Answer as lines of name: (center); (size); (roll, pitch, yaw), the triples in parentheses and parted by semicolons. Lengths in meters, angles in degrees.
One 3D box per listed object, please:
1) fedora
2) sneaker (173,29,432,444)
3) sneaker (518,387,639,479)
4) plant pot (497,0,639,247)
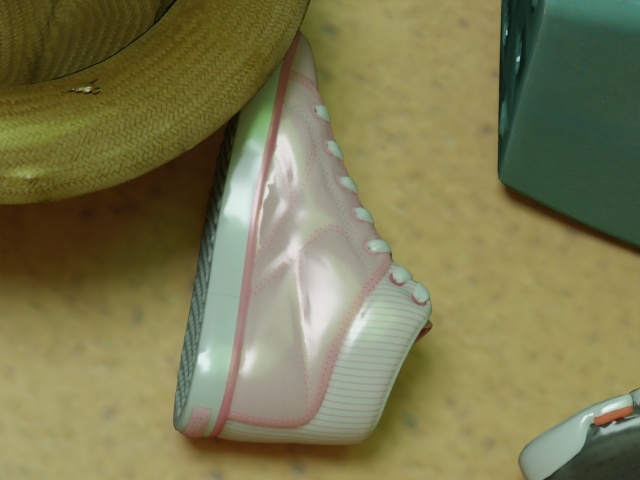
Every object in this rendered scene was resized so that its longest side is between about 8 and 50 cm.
fedora: (-0.096, -0.078, 0.499); (0.194, 0.079, 0.194); (7, 57, -11)
sneaker: (0.000, 0.000, 0.500); (0.070, 0.051, 0.134); (11, 65, -8)
sneaker: (0.137, 0.073, 0.488); (0.158, 0.061, 0.065); (-3, 71, -12)
plant pot: (0.177, -0.078, 0.517); (0.234, 0.165, 0.165); (5, 62, 0)
